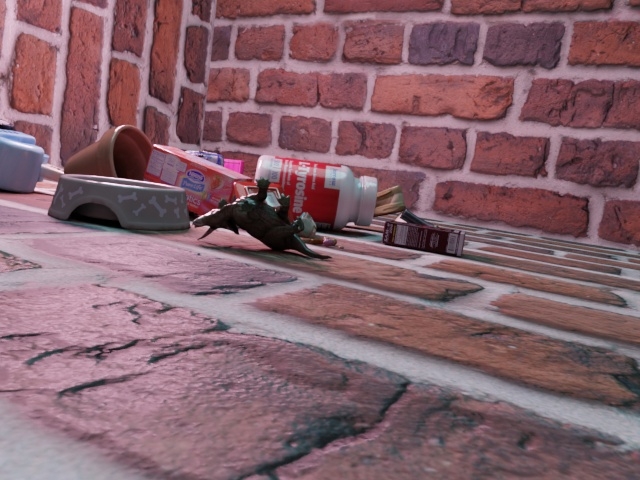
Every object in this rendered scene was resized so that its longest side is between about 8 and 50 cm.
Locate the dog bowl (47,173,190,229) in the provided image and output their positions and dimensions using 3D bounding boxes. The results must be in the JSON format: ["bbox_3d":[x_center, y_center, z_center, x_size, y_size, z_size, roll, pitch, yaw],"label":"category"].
[{"bbox_3d":[-0.510,-0.103,1.406,0.349,0.102,0.349,8,7,-1],"label":"dog bowl"}]

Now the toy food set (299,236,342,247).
[{"bbox_3d":[0.000,0.000,1.455,0.122,0.019,0.078,8,7,1],"label":"toy food set"}]

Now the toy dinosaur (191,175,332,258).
[{"bbox_3d":[-0.118,-0.040,1.214,0.313,0.121,0.160,20,-29,-11],"label":"toy dinosaur"}]

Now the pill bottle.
[{"bbox_3d":[-0.021,-0.157,1.868,0.408,0.229,0.229,7,7,-4],"label":"pill bottle"}]

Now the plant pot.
[{"bbox_3d":[-0.676,-0.215,1.733,0.229,0.263,0.263,-10,1,17],"label":"plant pot"}]

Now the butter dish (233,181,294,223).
[{"bbox_3d":[-0.178,-0.081,1.580,0.160,0.118,0.160,0,51,-29],"label":"butter dish"}]

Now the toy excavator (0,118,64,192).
[{"bbox_3d":[-0.953,-0.239,1.808,0.445,0.222,0.433,22,7,3],"label":"toy excavator"}]

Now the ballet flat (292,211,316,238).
[{"bbox_3d":[-0.044,-0.037,1.600,0.068,0.072,0.213,35,7,-2],"label":"ballet flat"}]

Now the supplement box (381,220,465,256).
[{"bbox_3d":[0.320,-0.009,1.673,0.239,0.073,0.130,10,6,16],"label":"supplement box"}]

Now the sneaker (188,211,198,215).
[{"bbox_3d":[-0.408,-0.089,1.736,0.083,0.032,0.037,2,28,-38],"label":"sneaker"}]

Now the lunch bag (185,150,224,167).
[{"bbox_3d":[-0.481,-0.254,2.213,0.176,0.219,0.090,3,9,-39],"label":"lunch bag"}]

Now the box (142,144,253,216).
[{"bbox_3d":[-0.387,-0.179,1.704,0.300,0.154,0.142,22,12,13],"label":"box"}]

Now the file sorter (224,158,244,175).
[{"bbox_3d":[-0.495,-0.277,2.476,0.182,0.202,0.291,2,9,-31],"label":"file sorter"}]

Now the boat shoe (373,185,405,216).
[{"bbox_3d":[0.153,-0.135,2.098,0.341,0.110,0.121,-11,0,12],"label":"boat shoe"}]

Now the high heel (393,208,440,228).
[{"bbox_3d":[0.357,-0.028,2.010,0.186,0.093,0.261,33,-9,0],"label":"high heel"}]
